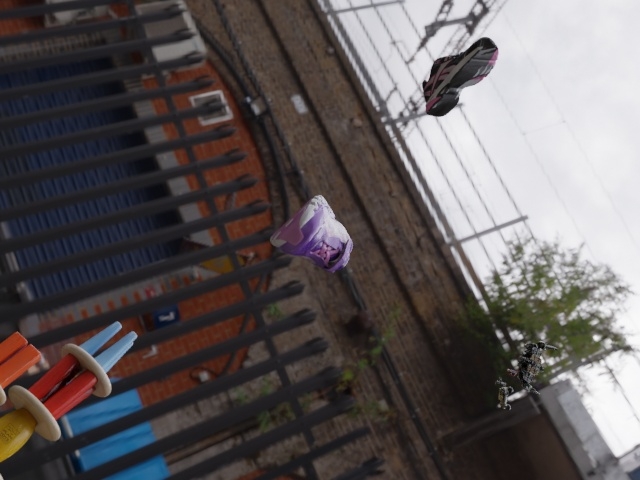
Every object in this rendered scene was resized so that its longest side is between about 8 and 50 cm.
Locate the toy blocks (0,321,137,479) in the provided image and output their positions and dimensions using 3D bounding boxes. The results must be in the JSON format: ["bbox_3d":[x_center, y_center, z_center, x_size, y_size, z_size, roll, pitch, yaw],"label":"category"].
[{"bbox_3d":[-0.228,0.108,0.564,0.123,0.148,0.054,17,-47,33],"label":"toy blocks"}]

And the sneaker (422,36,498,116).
[{"bbox_3d":[0.228,-0.297,1.249,0.178,0.072,0.077,-43,-122,46],"label":"sneaker"}]

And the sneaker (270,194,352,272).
[{"bbox_3d":[0.000,0.000,1.070,0.104,0.095,0.236,51,8,4],"label":"sneaker"}]

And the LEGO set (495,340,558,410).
[{"bbox_3d":[0.180,0.116,0.646,0.023,0.083,0.054,13,-71,51],"label":"LEGO set"}]
